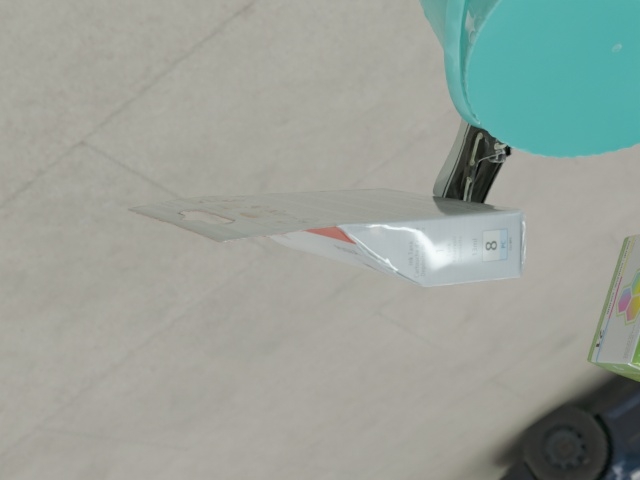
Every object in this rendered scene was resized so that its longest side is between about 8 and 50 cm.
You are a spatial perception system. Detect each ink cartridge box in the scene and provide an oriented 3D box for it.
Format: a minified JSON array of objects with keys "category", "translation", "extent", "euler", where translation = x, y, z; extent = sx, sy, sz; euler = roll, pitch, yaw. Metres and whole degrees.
[{"category":"ink cartridge box","translation":[0.000,0.000,1.261],"extent":[0.385,0.308,0.091],"euler":[-6,101,-28]},{"category":"ink cartridge box","translation":[0.455,0.083,1.328],"extent":[0.255,0.097,0.188],"euler":[143,-34,-80]}]

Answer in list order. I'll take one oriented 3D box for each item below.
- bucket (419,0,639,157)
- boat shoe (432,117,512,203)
[{"category":"bucket","translation":[0.208,-0.211,0.847],"extent":[0.281,0.183,0.281],"euler":[-7,141,-6]},{"category":"boat shoe","translation":[0.219,-0.128,1.353],"extent":[0.078,0.070,0.219],"euler":[-8,127,-41]}]
